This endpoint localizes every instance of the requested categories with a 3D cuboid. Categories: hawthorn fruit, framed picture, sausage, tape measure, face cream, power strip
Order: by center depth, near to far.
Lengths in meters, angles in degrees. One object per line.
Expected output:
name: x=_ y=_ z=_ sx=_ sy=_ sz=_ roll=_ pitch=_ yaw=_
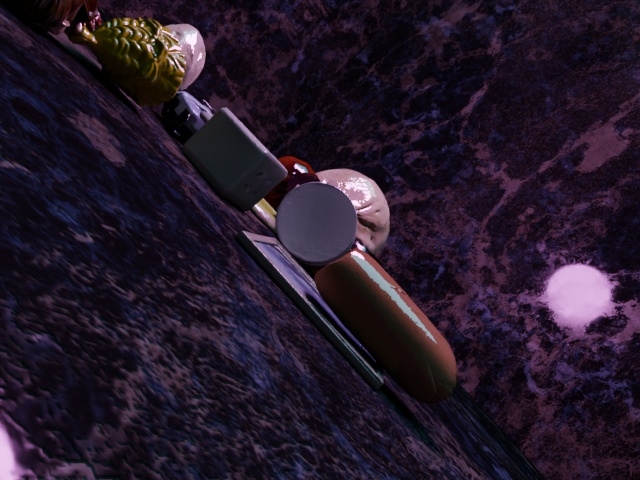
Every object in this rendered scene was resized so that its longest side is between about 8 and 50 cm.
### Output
sausage: x=0.120 y=0.149 z=0.920 sx=0.304 sy=0.121 sz=0.121 roll=49 pitch=3 yaw=3
framed picture: x=-0.005 y=0.116 z=0.961 sx=0.335 sy=0.022 sz=0.247 roll=47 pitch=3 yaw=7
face cream: x=-0.008 y=-0.028 z=1.178 sx=0.177 sy=0.177 sz=0.153 roll=47 pitch=-6 yaw=7
power strip: x=-0.207 y=-0.196 z=1.181 sx=0.224 sy=0.139 sz=0.140 roll=48 pitch=4 yaw=21
tape measure: x=-0.308 y=-0.287 z=1.316 sx=0.182 sy=0.107 sz=0.181 roll=38 pitch=15 yaw=-51
hawthorn fruit: x=-0.093 y=-0.156 z=1.635 sx=0.215 sy=0.215 sz=0.249 roll=46 pitch=5 yaw=-6

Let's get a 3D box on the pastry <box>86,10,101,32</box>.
pastry: x=-0.543 y=-0.506 z=1.105 sx=0.115 sy=0.097 sz=0.208 roll=58 pitch=6 yaw=20

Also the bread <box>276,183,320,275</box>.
bread: x=0.000 y=0.000 z=1.364 sx=0.288 sy=0.119 sz=0.152 roll=58 pitch=8 yaw=24

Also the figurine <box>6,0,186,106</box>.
figurine: x=-0.419 y=-0.383 z=0.959 sx=0.315 sy=0.168 sz=0.187 roll=18 pitch=55 yaw=-62

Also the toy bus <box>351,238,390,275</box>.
toy bus: x=0.101 y=0.089 z=1.554 sx=0.127 sy=0.147 sz=0.303 roll=48 pitch=2 yaw=27

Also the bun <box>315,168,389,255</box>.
bun: x=0.070 y=-0.084 z=1.805 sx=0.362 sy=0.326 sz=0.234 roll=41 pitch=7 yaw=-2

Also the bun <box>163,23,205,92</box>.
bun: x=-0.381 y=-0.425 z=1.296 sx=0.133 sy=0.231 sz=0.231 roll=63 pitch=0 yaw=-10

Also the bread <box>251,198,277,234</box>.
bread: x=-0.159 y=-0.089 z=1.418 sx=0.228 sy=0.033 sz=0.228 roll=46 pitch=3 yaw=-3
